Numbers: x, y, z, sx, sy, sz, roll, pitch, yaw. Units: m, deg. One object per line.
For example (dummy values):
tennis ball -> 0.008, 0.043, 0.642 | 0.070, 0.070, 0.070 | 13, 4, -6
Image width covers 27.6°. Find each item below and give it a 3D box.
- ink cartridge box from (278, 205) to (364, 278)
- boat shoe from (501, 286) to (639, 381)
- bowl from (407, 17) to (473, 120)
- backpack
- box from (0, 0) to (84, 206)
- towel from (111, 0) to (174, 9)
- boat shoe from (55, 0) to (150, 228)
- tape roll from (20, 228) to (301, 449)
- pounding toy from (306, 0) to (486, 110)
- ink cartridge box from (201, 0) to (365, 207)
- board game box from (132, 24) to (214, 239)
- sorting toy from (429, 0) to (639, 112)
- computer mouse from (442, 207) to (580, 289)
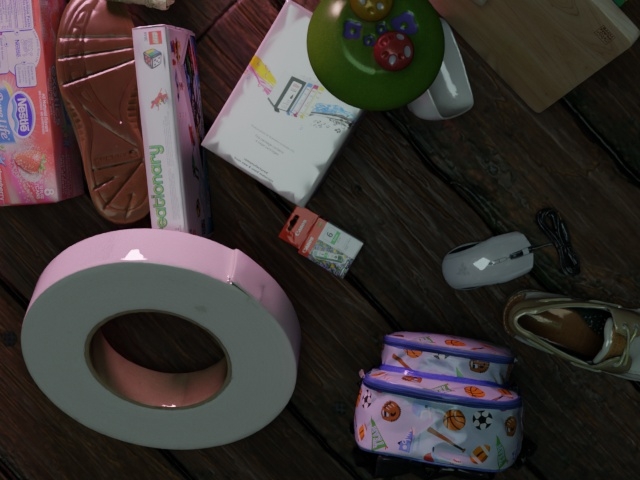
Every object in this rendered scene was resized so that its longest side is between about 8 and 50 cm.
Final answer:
ink cartridge box -> 0.000, 0.000, 1.908 | 0.115, 0.029, 0.063 | 31, 99, 1
boat shoe -> 0.406, 0.143, 1.845 | 0.302, 0.103, 0.113 | 10, 98, 5
bowl -> 0.150, -0.235, 1.819 | 0.053, 0.142, 0.142 | -15, 97, 31
backpack -> 0.168, 0.233, 1.800 | 0.276, 0.263, 0.213 | 2, 97, 7
box -> -0.440, -0.203, 1.873 | 0.154, 0.142, 0.300 | -4, 96, 7
towel -> -0.249, -0.399, 1.859 | 0.110, 0.027, 0.148 | 10, 67, 5
boat shoe -> -0.305, -0.183, 1.871 | 0.123, 0.123, 0.342 | -12, 83, -11
tape roll -> -0.221, 0.145, 1.823 | 0.392, 0.072, 0.392 | 3, 132, 4
pounding toy -> 0.092, -0.287, 1.668 | 0.183, 0.110, 0.237 | 36, 80, 1
ink cartridge box -> -0.027, -0.192, 1.817 | 0.168, 0.171, 0.232 | 32, 98, 1
board game box -> -0.204, -0.144, 1.830 | 0.053, 0.193, 0.305 | -4, 96, 6
sorting toy -> 0.286, -0.330, 1.746 | 0.257, 0.255, 0.089 | 45, 66, -3
computer mouse -> 0.270, 0.026, 1.877 | 0.193, 0.042, 0.106 | -18, 95, 8
